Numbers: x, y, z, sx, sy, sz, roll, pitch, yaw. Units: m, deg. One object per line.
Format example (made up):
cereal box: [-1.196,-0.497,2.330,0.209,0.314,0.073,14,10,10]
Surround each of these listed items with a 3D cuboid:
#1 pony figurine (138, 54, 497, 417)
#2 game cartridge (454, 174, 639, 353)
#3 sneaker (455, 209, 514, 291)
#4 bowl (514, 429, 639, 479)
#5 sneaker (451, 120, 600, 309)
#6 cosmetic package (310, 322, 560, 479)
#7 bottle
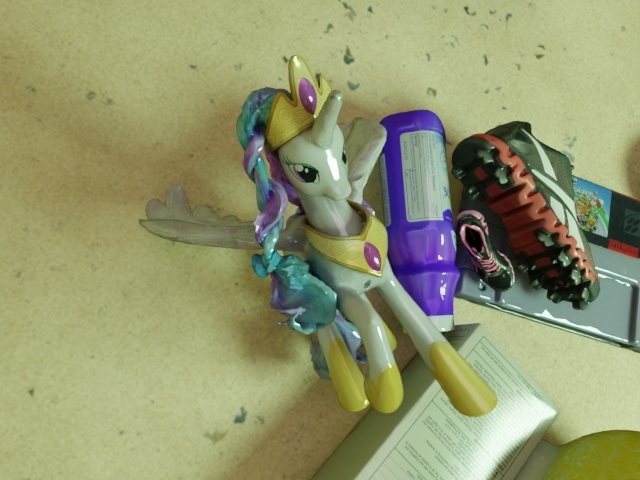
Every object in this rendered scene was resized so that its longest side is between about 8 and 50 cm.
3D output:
pony figurine: [0.000,0.000,0.599,0.302,0.351,0.364,-31,108,-17]
game cartridge: [0.369,0.017,0.828,0.355,0.068,0.230,17,79,-13]
sneaker: [0.210,0.019,0.717,0.047,0.057,0.119,-32,94,20]
bowl: [0.309,0.333,0.668,0.156,0.289,0.289,31,67,30]
sneaker: [0.296,-0.042,0.736,0.135,0.097,0.276,-38,94,-26]
cosmetic package: [0.128,0.265,0.674,0.309,0.113,0.160,-43,93,-19]
bottle: [0.129,-0.022,0.728,0.092,0.118,0.283,-6,78,15]
